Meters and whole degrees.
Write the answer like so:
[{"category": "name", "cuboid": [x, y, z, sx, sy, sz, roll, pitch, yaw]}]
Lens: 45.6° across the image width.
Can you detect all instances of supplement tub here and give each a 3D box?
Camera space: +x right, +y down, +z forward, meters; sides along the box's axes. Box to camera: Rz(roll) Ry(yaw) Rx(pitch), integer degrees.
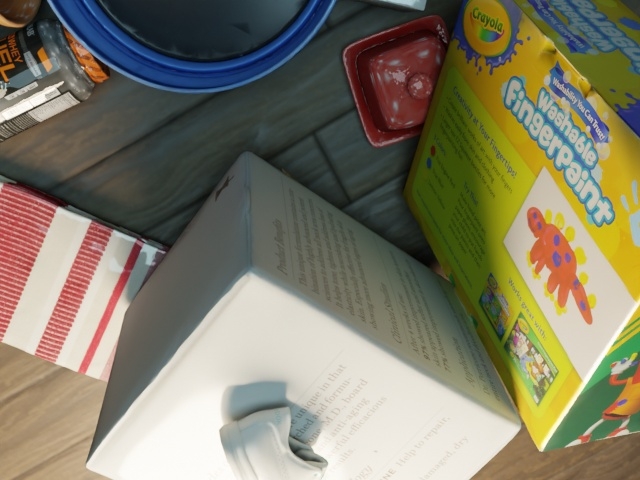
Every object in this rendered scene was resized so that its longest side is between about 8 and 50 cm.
[{"category": "supplement tub", "cuboid": [-0.386, -0.216, 1.008, 0.190, 0.117, 0.117, -27, 106, 0]}]

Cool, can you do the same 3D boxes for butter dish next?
[{"category": "butter dish", "cuboid": [0.128, -0.220, 1.067, 0.160, 0.118, 0.160, -19, 106, -1]}]

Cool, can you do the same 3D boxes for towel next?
[{"category": "towel", "cuboid": [-0.381, 0.067, 1.126, 0.328, 0.037, 0.237, 24, 101, -12]}]

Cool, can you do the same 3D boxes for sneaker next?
[{"category": "sneaker", "cuboid": [-0.029, 0.272, 0.831, 0.094, 0.080, 0.212, -25, 118, -6]}]

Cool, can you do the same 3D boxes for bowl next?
[{"category": "bowl", "cuboid": [-0.154, -0.377, 0.912, 0.390, 0.077, 0.392, 1, 110, 4]}]

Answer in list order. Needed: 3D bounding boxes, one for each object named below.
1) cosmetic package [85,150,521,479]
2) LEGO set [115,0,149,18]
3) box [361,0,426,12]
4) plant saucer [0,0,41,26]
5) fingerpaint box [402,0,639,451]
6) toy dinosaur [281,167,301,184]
[{"category": "cosmetic package", "cuboid": [-0.028, 0.160, 0.996, 0.393, 0.329, 0.327, 32, 111, -20]}, {"category": "LEGO set", "cuboid": [-0.235, -0.416, 0.992, 0.093, 0.087, 0.227, 14, 109, -7]}, {"category": "box", "cuboid": [0.062, -0.411, 1.007, 0.181, 0.119, 0.181, 10, 104, -8]}, {"category": "plant saucer", "cuboid": [-0.402, -0.362, 0.927, 0.037, 0.200, 0.200, -3, 106, 8]}, {"category": "fingerpaint box", "cuboid": [0.286, -0.054, 0.893, 0.163, 0.445, 0.371, -5, 134, -18]}, {"category": "toy dinosaur", "cuboid": [0.000, 0.000, 1.139, 0.112, 0.064, 0.212, -1, 105, -5]}]
